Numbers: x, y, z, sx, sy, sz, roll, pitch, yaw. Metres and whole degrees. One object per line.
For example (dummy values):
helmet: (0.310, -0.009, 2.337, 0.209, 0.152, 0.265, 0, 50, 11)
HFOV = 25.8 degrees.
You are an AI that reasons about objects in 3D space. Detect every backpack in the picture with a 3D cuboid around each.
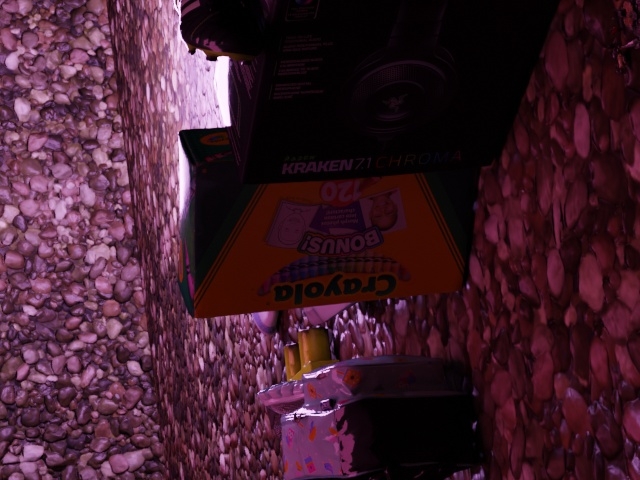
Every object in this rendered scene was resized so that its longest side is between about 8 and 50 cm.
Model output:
backpack: (0.046, 0.193, 1.433, 0.188, 0.165, 0.144, -35, 63, 55)

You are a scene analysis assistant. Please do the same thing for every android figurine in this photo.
android figurine: (-0.001, 0.260, 1.854, 0.248, 0.056, 0.273, 127, 137, -65)

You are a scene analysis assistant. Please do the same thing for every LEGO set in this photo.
LEGO set: (0.227, -0.157, 1.007, 0.083, 0.023, 0.054, 94, 168, -74)

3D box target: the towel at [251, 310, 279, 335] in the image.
towel: (-0.090, -0.019, 2.102, 0.285, 0.034, 0.209, 100, 156, -43)

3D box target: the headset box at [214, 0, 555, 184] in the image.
headset box: (0.054, -0.194, 1.177, 0.283, 0.246, 0.131, 106, 154, -49)

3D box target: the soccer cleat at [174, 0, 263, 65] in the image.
soccer cleat: (-0.084, -0.191, 1.106, 0.179, 0.060, 0.072, -122, 39, -59)

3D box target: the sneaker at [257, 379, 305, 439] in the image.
sneaker: (0.001, 0.209, 1.731, 0.166, 0.065, 0.076, -11, 93, 37)

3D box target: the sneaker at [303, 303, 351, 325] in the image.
sneaker: (0.000, 0.000, 1.593, 0.169, 0.108, 0.292, 61, 163, 1)

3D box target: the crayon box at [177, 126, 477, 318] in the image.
crayon box: (0.004, -0.026, 1.340, 0.081, 0.278, 0.165, -120, 29, -56)
